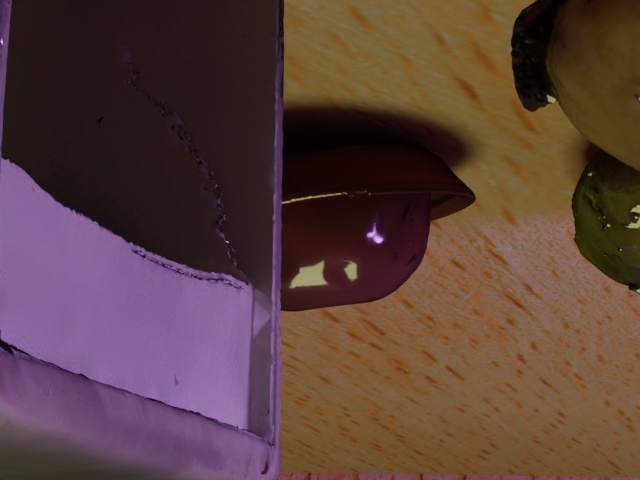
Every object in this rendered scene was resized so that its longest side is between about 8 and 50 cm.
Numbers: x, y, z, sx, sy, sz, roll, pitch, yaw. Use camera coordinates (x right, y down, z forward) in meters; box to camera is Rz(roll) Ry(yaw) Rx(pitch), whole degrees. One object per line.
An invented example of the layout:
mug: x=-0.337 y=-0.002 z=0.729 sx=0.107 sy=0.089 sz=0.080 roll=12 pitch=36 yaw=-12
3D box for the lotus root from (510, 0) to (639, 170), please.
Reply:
lotus root: x=0.208 y=-0.079 z=0.789 sx=0.256 sy=0.140 sz=0.154 roll=9 pitch=-178 yaw=20

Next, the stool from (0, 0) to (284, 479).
stool: x=-0.134 y=-0.040 z=0.743 sx=0.170 sy=0.270 sz=0.243 roll=-4 pitch=165 yaw=21

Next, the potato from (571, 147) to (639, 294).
potato: x=0.210 y=-0.011 z=1.184 sx=0.105 sy=0.085 sz=0.188 roll=-2 pitch=161 yaw=13

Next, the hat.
hat: x=0.000 y=0.000 z=1.192 sx=0.205 sy=0.089 sz=0.205 roll=-9 pitch=173 yaw=-1
